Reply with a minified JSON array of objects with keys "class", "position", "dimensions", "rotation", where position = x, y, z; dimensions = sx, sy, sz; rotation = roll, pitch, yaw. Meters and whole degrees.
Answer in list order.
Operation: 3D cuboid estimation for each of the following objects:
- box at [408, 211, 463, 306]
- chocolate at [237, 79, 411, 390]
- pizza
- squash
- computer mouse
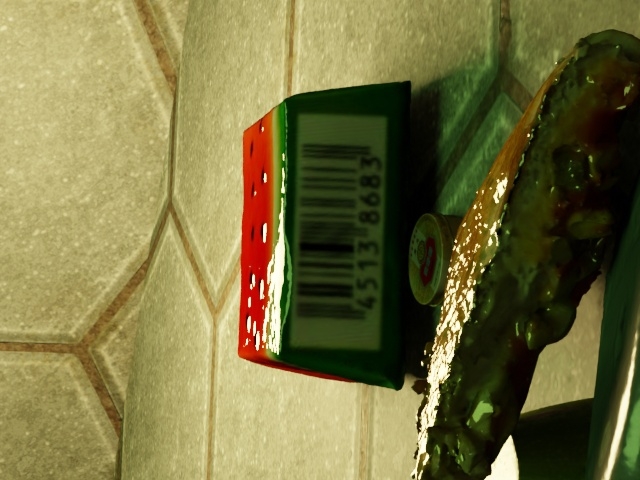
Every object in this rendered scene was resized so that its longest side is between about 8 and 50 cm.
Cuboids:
[{"class":"box","position":[0.132,0.021,1.823],"dimensions":[0.105,0.037,0.105],"rotation":[-176,90,-72]},{"class":"chocolate","position":[0.000,0.000,2.013],"dimensions":[0.341,0.161,0.360],"rotation":[162,110,-77]},{"class":"pizza","position":[0.176,0.046,1.422],"dimensions":[0.440,0.130,0.406],"rotation":[109,180,-71]},{"class":"squash","position":[0.209,0.217,1.442],"dimensions":[0.170,0.123,0.170],"rotation":[-174,90,-77]},{"class":"computer mouse","position":[0.276,0.058,1.227],"dimensions":[0.188,0.122,0.371],"rotation":[102,179,-58]}]
